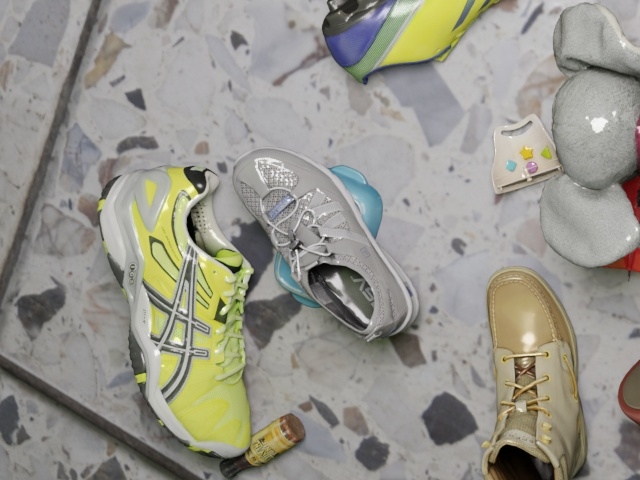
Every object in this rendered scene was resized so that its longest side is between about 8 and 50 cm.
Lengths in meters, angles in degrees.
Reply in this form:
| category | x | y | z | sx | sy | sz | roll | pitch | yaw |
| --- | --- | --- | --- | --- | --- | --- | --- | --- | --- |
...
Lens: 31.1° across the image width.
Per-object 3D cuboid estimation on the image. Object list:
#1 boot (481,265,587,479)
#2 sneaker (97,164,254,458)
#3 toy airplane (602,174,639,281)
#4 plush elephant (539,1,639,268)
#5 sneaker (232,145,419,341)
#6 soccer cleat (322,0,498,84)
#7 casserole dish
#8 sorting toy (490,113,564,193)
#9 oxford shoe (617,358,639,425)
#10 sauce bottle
| category | x | y | z | sx | sy | sz | roll | pitch | yaw |
| --- | --- | --- | --- | --- | --- | --- | --- | --- | --- |
| boot | 0.225 | 0.172 | 1.263 | 0.095 | 0.203 | 0.261 | -9 | 99 | 23 |
| sneaker | -0.154 | 0.090 | 1.432 | 0.147 | 0.145 | 0.384 | -16 | 97 | 24 |
| toy airplane | 0.348 | -0.024 | 1.268 | 0.151 | 0.028 | 0.151 | 4 | 103 | 20 |
| plush elephant | 0.345 | -0.100 | 1.126 | 0.255 | 0.330 | 0.271 | 22 | 110 | 35 |
| sneaker | 0.000 | 0.000 | 1.325 | 0.281 | 0.115 | 0.105 | 45 | 113 | 7 |
| soccer cleat | 0.141 | -0.267 | 1.282 | 0.289 | 0.093 | 0.121 | -22 | 123 | 20 |
| casserole dish | 0.004 | 0.000 | 1.408 | 0.114 | 0.037 | 0.188 | 24 | 108 | 15 |
| sorting toy | 0.230 | -0.100 | 1.295 | 0.083 | 0.045 | 0.075 | -18 | 87 | 25 |
| oxford shoe | 0.494 | 0.120 | 1.215 | 0.348 | 0.123 | 0.130 | -32 | 115 | 23 |
| sauce bottle | -0.078 | 0.271 | 1.496 | 0.128 | 0.042 | 0.042 | -38 | 86 | 25 |
